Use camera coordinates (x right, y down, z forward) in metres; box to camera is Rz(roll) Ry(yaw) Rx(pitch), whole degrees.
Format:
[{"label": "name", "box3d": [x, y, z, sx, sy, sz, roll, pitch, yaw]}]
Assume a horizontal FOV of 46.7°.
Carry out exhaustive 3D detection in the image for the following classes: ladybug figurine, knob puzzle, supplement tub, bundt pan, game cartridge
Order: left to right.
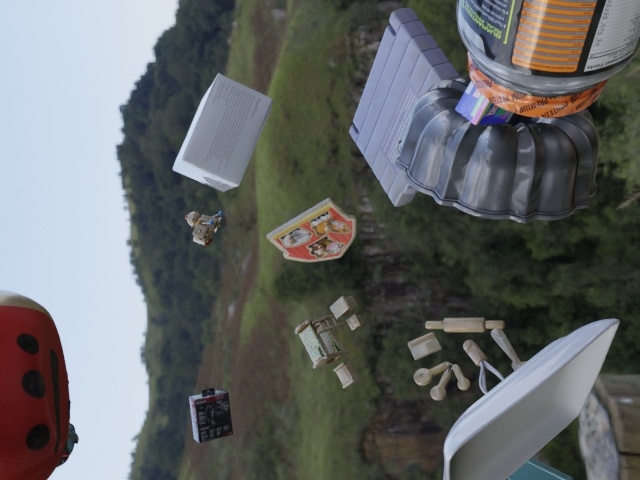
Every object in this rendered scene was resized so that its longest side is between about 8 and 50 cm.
[{"label": "ladybug figurine", "box3d": [-0.580, 0.285, 1.407, 0.305, 0.161, 0.449, 80, 174, -60]}, {"label": "knob puzzle", "box3d": [0.000, 0.000, 1.683, 0.213, 0.213, 0.030, 85, 171, -52]}, {"label": "game cartridge", "box3d": [0.169, -0.251, 1.483, 0.230, 0.068, 0.355, 57, 153, 21]}, {"label": "bundt pan", "box3d": [0.287, -0.167, 1.178, 0.331, 0.330, 0.124, -91, 5, -55]}, {"label": "supplement tub", "box3d": [0.231, -0.279, 0.690, 0.316, 0.193, 0.194, 88, 180, -55]}]

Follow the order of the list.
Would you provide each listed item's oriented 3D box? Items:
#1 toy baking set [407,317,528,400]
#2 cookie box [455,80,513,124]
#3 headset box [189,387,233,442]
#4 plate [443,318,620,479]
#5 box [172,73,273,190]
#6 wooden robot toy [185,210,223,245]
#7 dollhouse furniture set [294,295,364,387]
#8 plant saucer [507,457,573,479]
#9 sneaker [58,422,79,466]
[{"label": "toy baking set", "box3d": [0.296, 0.232, 1.464, 0.030, 0.256, 0.197, 64, -153, -43]}, {"label": "cookie box", "box3d": [0.243, -0.207, 1.014, 0.107, 0.040, 0.092, -13, -42, -50]}, {"label": "headset box", "box3d": [-0.186, 0.292, 1.255, 0.032, 0.062, 0.083, 2, 100, 62]}, {"label": "plate", "box3d": [0.252, 0.235, 0.960, 0.045, 0.277, 0.278, 44, 158, 33]}, {"label": "box", "box3d": [-0.192, -0.202, 1.439, 0.182, 0.119, 0.181, -69, 15, -7]}, {"label": "wooden robot toy", "box3d": [-0.293, -0.034, 1.783, 0.173, 0.079, 0.076, -65, -5, -74]}, {"label": "dollhouse furniture set", "box3d": [0.047, 0.258, 1.851, 0.161, 0.101, 0.182, -45, 64, 35]}, {"label": "plant saucer", "box3d": [0.429, 0.486, 1.559, 0.067, 0.192, 0.018, -66, -10, 6]}, {"label": "sneaker", "box3d": [-0.648, 0.404, 1.588, 0.125, 0.261, 0.104, -77, 9, -76]}]
